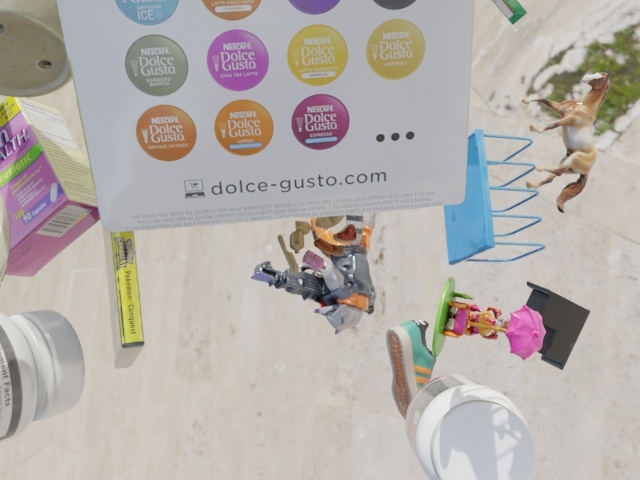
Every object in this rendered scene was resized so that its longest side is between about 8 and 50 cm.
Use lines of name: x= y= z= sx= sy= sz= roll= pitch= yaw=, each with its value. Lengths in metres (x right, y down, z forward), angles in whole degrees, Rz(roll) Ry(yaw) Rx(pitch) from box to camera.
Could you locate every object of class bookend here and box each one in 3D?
bookend: x=0.524 y=0.199 z=1.715 sx=0.072 sy=0.156 sz=0.157 roll=26 pitch=92 yaw=61

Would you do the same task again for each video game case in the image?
video game case: x=-0.322 y=0.068 z=1.190 sx=0.275 sy=0.035 sz=0.248 roll=138 pitch=125 yaw=-66

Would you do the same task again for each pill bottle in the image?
pill bottle: x=-0.544 y=0.212 z=1.061 sx=0.204 sy=0.361 sz=0.204 roll=5 pitch=98 yaw=39
pill bottle: x=0.279 y=0.373 z=1.402 sx=0.363 sy=0.210 sz=0.210 roll=66 pitch=-147 yaw=-84

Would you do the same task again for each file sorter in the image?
file sorter: x=0.251 y=-0.058 z=1.073 sx=0.118 sy=0.105 sz=0.170 roll=142 pitch=128 yaw=-67

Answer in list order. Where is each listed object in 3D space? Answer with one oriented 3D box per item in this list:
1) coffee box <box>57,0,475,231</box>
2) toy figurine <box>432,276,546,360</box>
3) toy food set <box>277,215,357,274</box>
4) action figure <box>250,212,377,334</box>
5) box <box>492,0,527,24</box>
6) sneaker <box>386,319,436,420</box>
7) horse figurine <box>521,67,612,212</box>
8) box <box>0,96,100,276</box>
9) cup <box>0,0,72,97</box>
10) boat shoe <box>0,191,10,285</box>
coffee box: x=-0.058 y=-0.239 z=0.740 sx=0.338 sy=0.338 sz=0.334 roll=-105 pitch=12 yaw=-62
toy figurine: x=0.272 y=0.137 z=1.163 sx=0.159 sy=0.173 sz=0.130 roll=12 pitch=88 yaw=17
toy food set: x=0.000 y=0.000 z=1.001 sx=0.019 sy=0.122 sz=0.077 roll=-25 pitch=88 yaw=63
action figure: x=0.023 y=0.043 z=1.655 sx=0.179 sy=0.341 sz=0.330 roll=-28 pitch=60 yaw=46
box: x=0.363 y=-0.531 z=1.526 sx=0.043 sy=0.105 sz=0.179 roll=-36 pitch=34 yaw=26
sneaker: x=0.259 y=0.352 z=1.966 sx=0.108 sy=0.121 sz=0.302 roll=28 pitch=132 yaw=56
horse figurine: x=0.488 y=-0.194 z=1.450 sx=0.066 sy=0.175 sz=0.263 roll=-142 pitch=41 yaw=-68
box: x=-0.532 y=-0.095 z=1.317 sx=0.214 sy=0.117 sz=0.243 roll=-36 pitch=72 yaw=14
cup: x=-0.414 y=-0.340 z=1.004 sx=0.331 sy=0.331 sz=0.236 roll=-35 pitch=51 yaw=42
boat shoe: x=-0.436 y=0.045 z=0.828 sx=0.123 sy=0.116 sz=0.324 roll=-28 pitch=55 yaw=28
